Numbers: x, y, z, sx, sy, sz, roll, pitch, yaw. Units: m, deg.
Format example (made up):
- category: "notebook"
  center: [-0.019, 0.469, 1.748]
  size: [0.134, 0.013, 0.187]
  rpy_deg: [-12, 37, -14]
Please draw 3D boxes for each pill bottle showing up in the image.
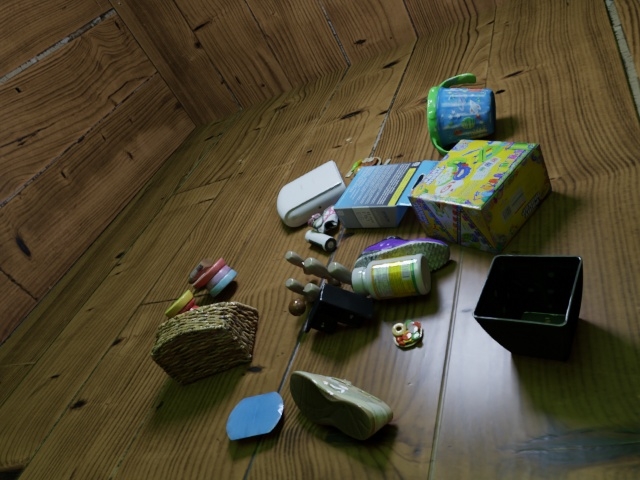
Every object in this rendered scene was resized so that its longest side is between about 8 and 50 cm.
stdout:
- category: "pill bottle"
  center: [0.201, 0.109, 1.413]
  size: [0.208, 0.118, 0.118]
  rpy_deg: [-10, 37, 25]

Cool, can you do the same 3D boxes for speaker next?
- category: "speaker"
  center: [0.000, 0.000, 1.819]
  size: [0.055, 0.055, 0.136]
  rpy_deg: [-43, 33, -17]

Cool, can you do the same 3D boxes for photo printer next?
- category: "photo printer"
  center: [-0.043, -0.191, 2.072]
  size: [0.307, 0.107, 0.256]
  rpy_deg: [-27, 32, 8]

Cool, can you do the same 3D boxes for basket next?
- category: "basket"
  center: [-0.381, 0.290, 1.604]
  size: [0.299, 0.214, 0.223]
  rpy_deg: [-22, 33, 16]

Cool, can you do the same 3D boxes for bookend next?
- category: "bookend"
  center: [0.054, 0.220, 1.430]
  size: [0.072, 0.156, 0.157]
  rpy_deg: [-76, 8, -49]

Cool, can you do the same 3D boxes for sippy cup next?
- category: "sippy cup"
  center: [0.539, -0.472, 1.853]
  size: [0.223, 0.306, 0.240]
  rpy_deg: [1, 15, 26]

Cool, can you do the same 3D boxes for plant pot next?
- category: "plant pot"
  center: [0.470, 0.155, 1.076]
  size: [0.187, 0.167, 0.188]
  rpy_deg: [0, 44, 41]

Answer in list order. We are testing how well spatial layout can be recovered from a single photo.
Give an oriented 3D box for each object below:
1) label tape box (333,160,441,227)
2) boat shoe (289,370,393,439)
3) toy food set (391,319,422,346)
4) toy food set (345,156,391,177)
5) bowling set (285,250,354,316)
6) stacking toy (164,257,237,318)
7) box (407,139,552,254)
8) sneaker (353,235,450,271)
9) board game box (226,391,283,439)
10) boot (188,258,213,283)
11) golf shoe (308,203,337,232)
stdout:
- category: "label tape box"
  center: [0.253, -0.163, 1.769]
  size: [0.347, 0.115, 0.249]
  rpy_deg: [2, 46, 40]
- category: "boat shoe"
  center: [0.041, 0.392, 1.209]
  size: [0.098, 0.109, 0.302]
  rpy_deg: [-6, 9, -42]
- category: "toy food set"
  center: [0.231, 0.246, 1.303]
  size: [0.082, 0.020, 0.083]
  rpy_deg: [-23, 32, 15]
- category: "toy food set"
  center: [0.198, -0.322, 2.105]
  size: [0.192, 0.039, 0.132]
  rpy_deg: [5, 47, 45]
- category: "bowling set"
  center: [-0.021, 0.160, 1.566]
  size: [0.287, 0.154, 0.200]
  rpy_deg: [17, 74, 50]
- category: "stacking toy"
  center: [-0.458, 0.228, 1.914]
  size: [0.309, 0.130, 0.279]
  rpy_deg: [-48, 8, -29]
- category: "box"
  center: [0.474, -0.144, 1.477]
  size: [0.290, 0.177, 0.279]
  rpy_deg: [-44, 33, -17]
- category: "sneaker"
  center: [0.251, 0.030, 1.511]
  size: [0.293, 0.102, 0.146]
  rpy_deg: [-10, 24, 24]
- category: "board game box"
  center: [-0.170, 0.480, 1.328]
  size: [0.168, 0.033, 0.133]
  rpy_deg: [-17, 29, 15]
- category: "boot"
  center: [-0.472, 0.123, 1.920]
  size: [0.087, 0.042, 0.118]
  rpy_deg: [-54, -7, 19]
- category: "golf shoe"
  center: [0.036, -0.077, 1.879]
  size: [0.086, 0.068, 0.186]
  rpy_deg: [35, 43, 20]
